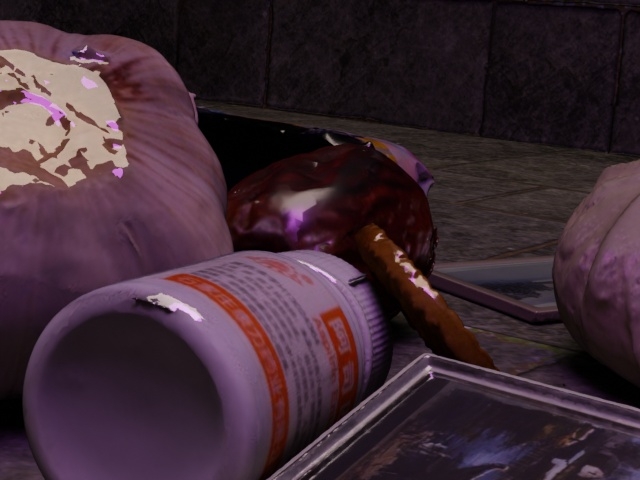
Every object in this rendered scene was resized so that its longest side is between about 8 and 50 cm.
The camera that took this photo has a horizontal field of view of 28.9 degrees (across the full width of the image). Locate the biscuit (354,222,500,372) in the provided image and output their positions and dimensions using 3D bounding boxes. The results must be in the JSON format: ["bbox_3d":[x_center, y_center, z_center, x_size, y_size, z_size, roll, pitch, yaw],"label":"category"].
[{"bbox_3d":[0.084,0.066,0.851,0.027,0.188,0.188,-39,15,-1],"label":"biscuit"}]

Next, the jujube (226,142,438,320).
[{"bbox_3d":[0.000,0.000,1.092,0.183,0.183,0.243,10,12,29],"label":"jujube"}]

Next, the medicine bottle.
[{"bbox_3d":[-0.053,0.078,0.742,0.144,0.144,0.252,7,9,18],"label":"medicine bottle"}]

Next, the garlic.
[{"bbox_3d":[-0.215,-0.027,0.882,0.322,0.322,0.241,-6,-11,-42],"label":"garlic"}]

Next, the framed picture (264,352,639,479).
[{"bbox_3d":[0.052,0.138,0.548,0.232,0.019,0.296,11,31,38],"label":"framed picture"}]

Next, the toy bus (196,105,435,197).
[{"bbox_3d":[-0.041,-0.063,1.433,0.386,0.171,0.162,14,11,42],"label":"toy bus"}]

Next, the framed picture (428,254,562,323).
[{"bbox_3d":[0.273,0.048,1.354,0.289,0.016,0.213,-3,13,-32],"label":"framed picture"}]

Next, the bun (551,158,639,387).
[{"bbox_3d":[0.373,0.018,1.018,0.365,0.219,0.365,7,13,-2],"label":"bun"}]
